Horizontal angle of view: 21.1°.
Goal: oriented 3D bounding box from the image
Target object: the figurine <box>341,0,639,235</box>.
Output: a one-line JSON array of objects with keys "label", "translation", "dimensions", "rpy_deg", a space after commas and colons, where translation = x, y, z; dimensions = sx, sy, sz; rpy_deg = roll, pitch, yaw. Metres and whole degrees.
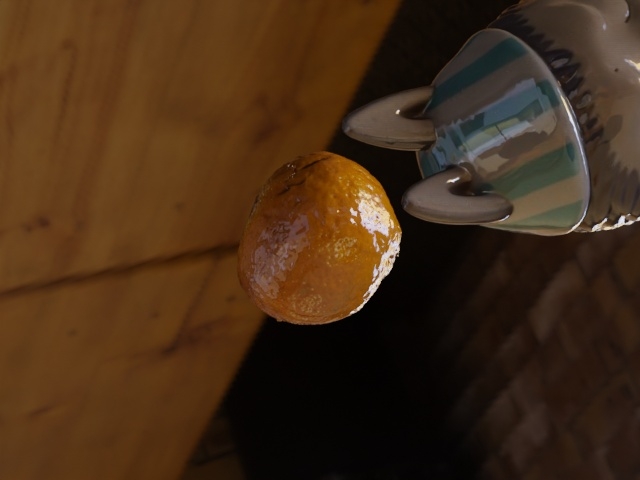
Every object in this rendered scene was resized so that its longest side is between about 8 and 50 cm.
[{"label": "figurine", "translation": [0.179, -0.143, 1.692], "dimensions": [0.378, 0.266, 0.361], "rpy_deg": [1, -174, -28]}]

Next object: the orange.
[{"label": "orange", "translation": [0.000, 0.001, 1.296], "dimensions": [0.118, 0.135, 0.135], "rpy_deg": [17, 154, 6]}]
